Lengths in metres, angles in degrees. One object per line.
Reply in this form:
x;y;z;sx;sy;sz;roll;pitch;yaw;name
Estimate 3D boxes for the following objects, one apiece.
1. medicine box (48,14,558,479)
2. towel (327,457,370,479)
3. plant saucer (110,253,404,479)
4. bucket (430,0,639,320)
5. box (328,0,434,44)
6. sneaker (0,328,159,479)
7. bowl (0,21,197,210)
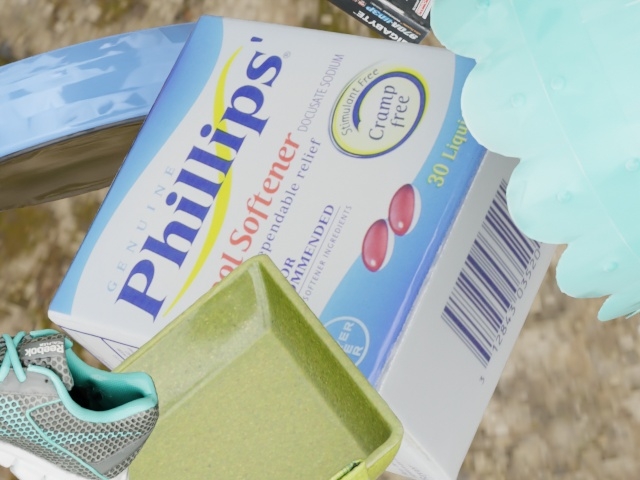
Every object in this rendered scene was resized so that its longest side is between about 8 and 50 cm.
0.000;0.000;1.395;0.289;0.263;0.149;12;158;35;medicine box
0.009;0.142;0.870;0.060;0.009;0.083;-40;131;-29;towel
-0.056;0.123;1.106;0.188;0.188;0.045;-40;132;0;plant saucer
0.202;-0.106;1.154;0.183;0.281;0.281;-24;111;20;bucket
0.068;-0.322;1.973;0.175;0.220;0.051;32;151;-10;box
-0.147;0.064;0.903;0.166;0.065;0.076;23;124;-29;sneaker
-0.221;-0.108;1.868;0.391;0.391;0.077;-18;85;9;bowl
